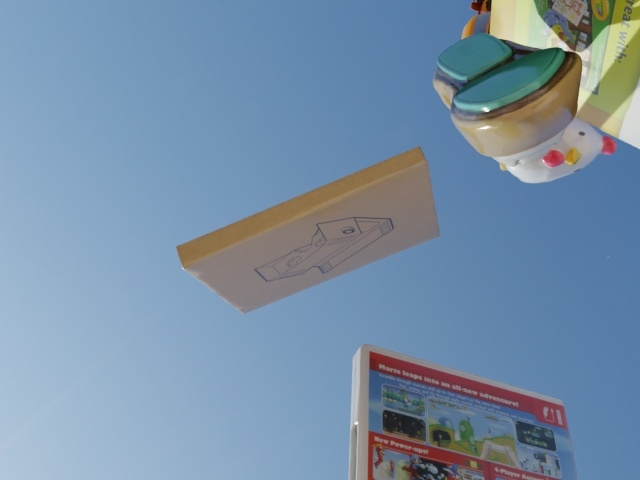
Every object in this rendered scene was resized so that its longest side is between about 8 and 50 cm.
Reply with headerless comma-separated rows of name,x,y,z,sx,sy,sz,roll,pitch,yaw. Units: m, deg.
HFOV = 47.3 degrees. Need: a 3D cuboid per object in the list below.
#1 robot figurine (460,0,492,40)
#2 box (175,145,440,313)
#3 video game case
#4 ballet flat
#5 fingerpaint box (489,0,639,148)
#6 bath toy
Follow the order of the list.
robot figurine,0.264,-0.284,0.909,0.211,0.085,0.290,-2,-61,-13
box,0.000,0.000,0.617,0.201,0.164,0.021,-22,-111,4
video game case,0.117,0.225,0.555,0.204,0.285,0.025,18,-45,-13
ballet flat,0.124,-0.087,0.471,0.080,0.232,0.073,-26,-72,13
fingerpaint box,0.290,-0.229,0.380,0.163,0.444,0.371,-38,-126,-21
bath toy,0.261,-0.215,0.786,0.129,0.151,0.348,9,-54,25
